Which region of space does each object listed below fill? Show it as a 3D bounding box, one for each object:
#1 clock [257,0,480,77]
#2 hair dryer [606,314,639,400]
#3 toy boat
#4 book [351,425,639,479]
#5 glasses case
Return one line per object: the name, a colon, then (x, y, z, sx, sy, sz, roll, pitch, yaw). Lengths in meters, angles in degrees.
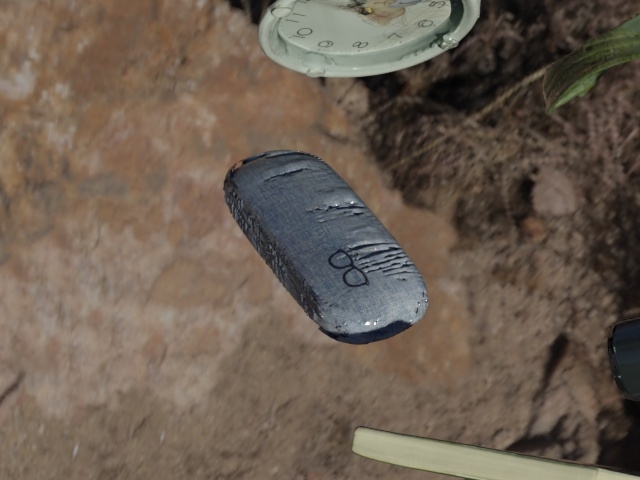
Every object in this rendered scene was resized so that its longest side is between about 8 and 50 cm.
clock: (0.049, -0.243, 1.467, 0.237, 0.236, 0.053, 0, 70, -16)
hair dryer: (0.332, 0.073, 1.216, 0.219, 0.124, 0.071, -27, 101, -63)
toy boat: (0.328, -0.209, 1.580, 0.093, 0.293, 0.055, -31, 91, -17)
book: (0.178, 0.180, 1.075, 0.264, 0.202, 0.027, 19, 77, -52)
glasses case: (0.000, 0.000, 1.303, 0.109, 0.067, 0.282, -15, 41, -21)
